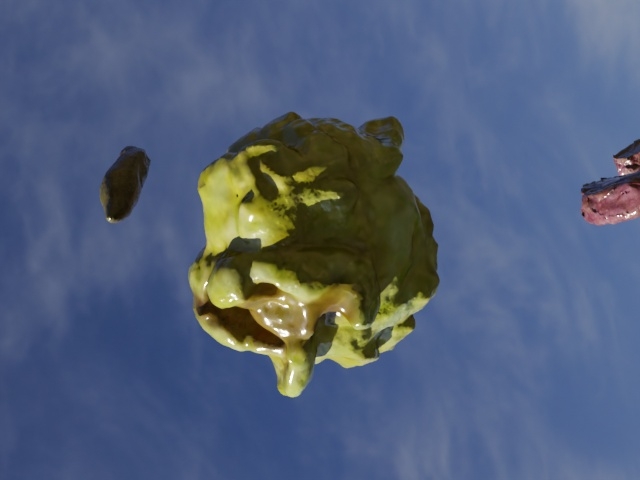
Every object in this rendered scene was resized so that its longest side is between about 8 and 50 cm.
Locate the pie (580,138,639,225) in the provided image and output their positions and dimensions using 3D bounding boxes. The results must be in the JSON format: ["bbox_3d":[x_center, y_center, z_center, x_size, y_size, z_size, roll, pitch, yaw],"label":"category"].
[{"bbox_3d":[0.414,-0.090,1.398,0.054,0.204,0.219,61,-144,-7],"label":"pie"}]

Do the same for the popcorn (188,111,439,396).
[{"bbox_3d":[0.000,0.000,1.034,0.255,0.195,0.256,-55,-47,-24],"label":"popcorn"}]

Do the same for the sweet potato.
[{"bbox_3d":[-0.180,-0.060,1.074,0.153,0.041,0.038,-92,-22,-62],"label":"sweet potato"}]
